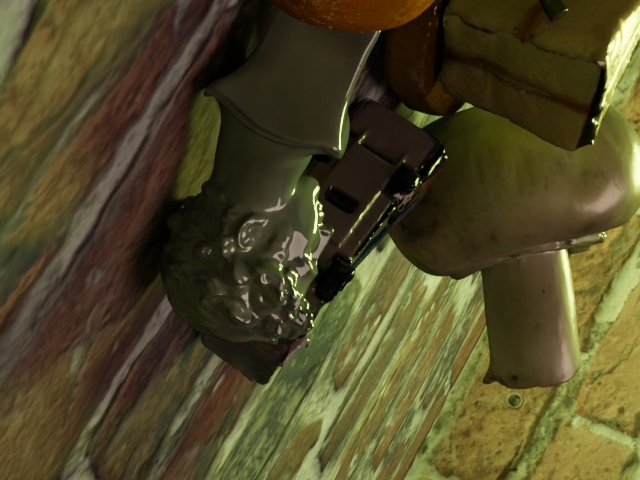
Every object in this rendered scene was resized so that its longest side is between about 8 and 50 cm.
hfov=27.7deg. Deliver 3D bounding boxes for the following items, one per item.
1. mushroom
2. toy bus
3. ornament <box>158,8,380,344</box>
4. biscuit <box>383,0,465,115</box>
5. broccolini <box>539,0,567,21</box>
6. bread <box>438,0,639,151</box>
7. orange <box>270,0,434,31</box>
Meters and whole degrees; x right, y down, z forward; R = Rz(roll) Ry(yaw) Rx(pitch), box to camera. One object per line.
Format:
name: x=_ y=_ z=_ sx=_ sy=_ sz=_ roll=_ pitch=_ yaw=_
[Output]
mushroom: x=0.235 y=-0.003 z=1.514 sx=0.314 sy=0.314 sz=0.336 roll=-15 pitch=97 yaw=-70
toy bus: x=0.000 y=0.000 z=1.232 sx=0.317 sy=0.112 sz=0.138 roll=-48 pitch=169 yaw=-41
ornament: x=-0.043 y=-0.056 z=0.982 sx=0.120 sy=0.130 sz=0.285 roll=-70 pitch=173 yaw=-74
biscuit: x=0.156 y=-0.285 z=1.356 sx=0.314 sy=0.063 sz=0.367 roll=-67 pitch=164 yaw=2
broccolini: x=0.178 y=-0.312 z=1.165 sx=0.051 sy=0.239 sz=0.054 roll=-12 pitch=177 yaw=-25
bread: x=0.239 y=-0.250 z=1.277 sx=0.163 sy=0.168 sz=0.264 roll=79 pitch=35 yaw=-65
orange: x=0.027 y=-0.225 z=0.839 sx=0.193 sy=0.161 sz=0.193 roll=-54 pitch=157 yaw=-35
